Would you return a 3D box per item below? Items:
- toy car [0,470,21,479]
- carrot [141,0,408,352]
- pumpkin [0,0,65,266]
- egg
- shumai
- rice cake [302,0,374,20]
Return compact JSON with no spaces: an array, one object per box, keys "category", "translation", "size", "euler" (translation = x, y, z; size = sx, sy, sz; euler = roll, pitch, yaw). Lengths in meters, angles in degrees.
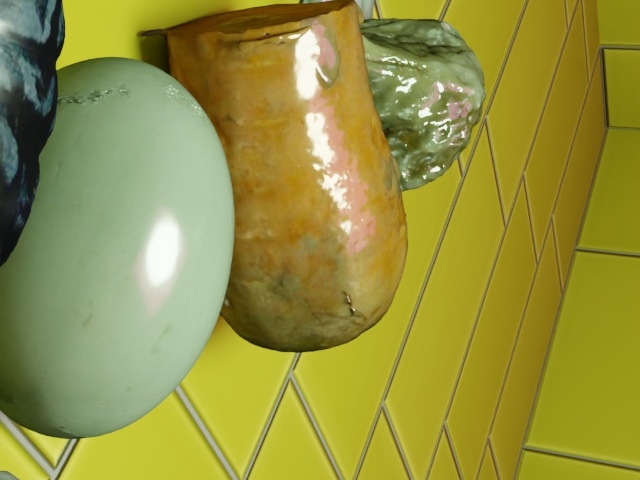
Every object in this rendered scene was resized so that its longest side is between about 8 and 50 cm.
[{"category":"toy car","translation":[-0.236,0.271,0.760],"size":[0.158,0.172,0.235],"euler":[-63,156,-5]},{"category":"carrot","translation":[-0.032,-0.063,1.051],"size":[0.224,0.224,0.340],"euler":[-44,128,-55]},{"category":"pumpkin","translation":[-0.274,-0.094,0.433],"size":[0.363,0.266,0.363],"euler":[-10,101,-62]},{"category":"egg","translation":[-0.166,0.003,0.775],"size":[0.203,0.203,0.282],"euler":[21,80,-66]},{"category":"shumai","translation":[0.074,-0.201,1.239],"size":[0.260,0.225,0.222],"euler":[-49,143,-28]},{"category":"rice cake","translation":[0.029,-0.348,1.328],"size":[0.189,0.037,0.198],"euler":[10,87,-67]}]
